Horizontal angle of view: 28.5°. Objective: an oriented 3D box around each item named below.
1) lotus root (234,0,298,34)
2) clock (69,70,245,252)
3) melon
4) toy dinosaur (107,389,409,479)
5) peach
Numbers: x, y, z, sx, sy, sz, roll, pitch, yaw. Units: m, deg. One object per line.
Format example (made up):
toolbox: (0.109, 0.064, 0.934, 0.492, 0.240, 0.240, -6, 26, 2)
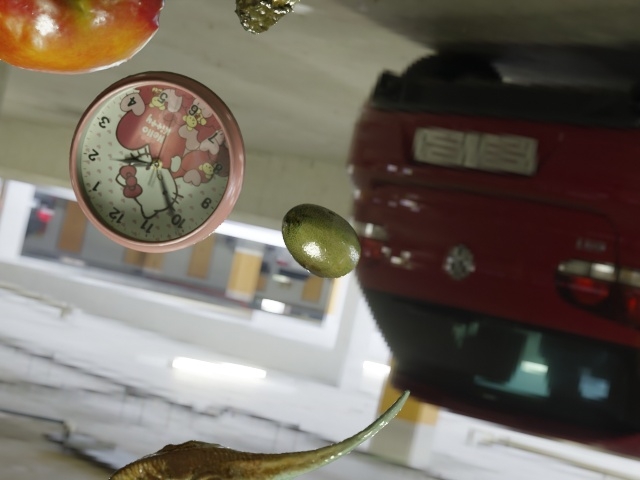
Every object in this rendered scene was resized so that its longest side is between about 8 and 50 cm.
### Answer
lotus root: (-0.054, -0.302, 1.383, 0.070, 0.144, 0.143, 33, 150, -22)
clock: (-0.219, -0.105, 1.688, 0.244, 0.244, 0.056, 12, -176, 7)
melon: (0.000, 0.000, 1.895, 0.099, 0.099, 0.162, 11, 163, 35)
toy dinosaur: (-0.089, 0.244, 1.227, 0.393, 0.092, 0.205, -21, 138, 11)
peach: (-0.421, -0.424, 1.914, 0.310, 0.335, 0.406, 7, -170, -39)
